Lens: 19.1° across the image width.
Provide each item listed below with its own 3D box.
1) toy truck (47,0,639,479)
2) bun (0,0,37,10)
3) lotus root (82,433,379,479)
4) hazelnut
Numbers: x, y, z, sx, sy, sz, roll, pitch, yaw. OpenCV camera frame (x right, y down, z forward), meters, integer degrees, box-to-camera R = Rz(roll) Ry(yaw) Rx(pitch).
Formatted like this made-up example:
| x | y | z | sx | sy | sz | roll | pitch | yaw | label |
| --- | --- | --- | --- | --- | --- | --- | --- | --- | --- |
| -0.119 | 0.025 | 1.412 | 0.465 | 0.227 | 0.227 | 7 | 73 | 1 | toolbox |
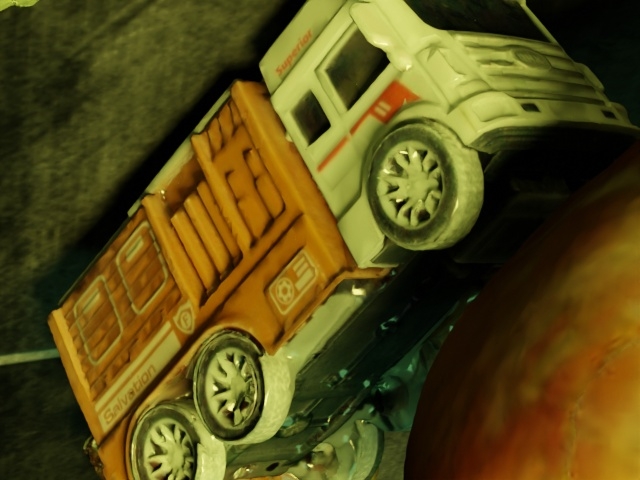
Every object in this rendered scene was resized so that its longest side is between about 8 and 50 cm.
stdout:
| x | y | z | sx | sy | sz | roll | pitch | yaw | label |
| --- | --- | --- | --- | --- | --- | --- | --- | --- | --- |
| 0.000 | 0.000 | 1.159 | 0.173 | 0.207 | 0.387 | 1 | 141 | -46 | toy truck |
| -0.159 | -0.174 | 0.880 | 0.195 | 0.118 | 0.195 | -14 | 147 | -9 | bun |
| -0.067 | 0.171 | 1.486 | 0.260 | 0.128 | 0.145 | 11 | 150 | -36 | lotus root |
| 0.215 | 0.095 | 0.971 | 0.366 | 0.365 | 0.366 | -12 | 150 | -7 | hazelnut |
